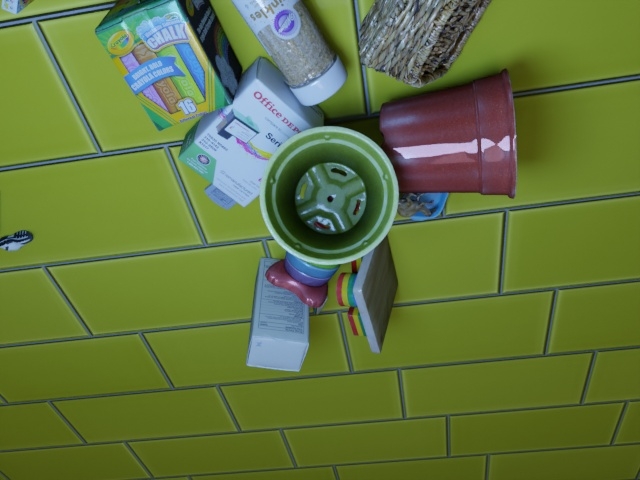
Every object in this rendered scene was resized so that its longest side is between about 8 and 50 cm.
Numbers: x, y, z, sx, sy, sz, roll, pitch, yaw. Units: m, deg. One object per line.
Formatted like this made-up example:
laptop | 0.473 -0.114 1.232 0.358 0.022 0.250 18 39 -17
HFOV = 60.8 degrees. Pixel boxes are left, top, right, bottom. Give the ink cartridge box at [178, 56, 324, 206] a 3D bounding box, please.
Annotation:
ink cartridge box | -0.155 -0.240 1.245 0.201 0.117 0.278 37 121 -27

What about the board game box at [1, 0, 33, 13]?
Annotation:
board game box | -0.534 -0.494 1.002 0.026 0.154 0.103 20 129 -16

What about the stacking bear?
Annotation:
stacking bear | 0.000 0.000 1.431 0.175 0.164 0.289 30 118 7

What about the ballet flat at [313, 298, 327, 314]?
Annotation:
ballet flat | -0.001 0.160 1.637 0.052 0.057 0.168 -9 132 -5

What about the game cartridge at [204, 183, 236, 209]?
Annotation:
game cartridge | -0.258 -0.118 1.421 0.056 0.017 0.083 -35 122 23

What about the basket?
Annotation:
basket | 0.231 -0.432 1.009 0.223 0.213 0.299 20 129 -15

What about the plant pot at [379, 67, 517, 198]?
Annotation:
plant pot | 0.273 -0.213 1.186 0.265 0.272 0.272 -5 131 15

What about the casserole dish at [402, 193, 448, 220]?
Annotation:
casserole dish | 0.267 -0.133 1.388 0.114 0.037 0.188 6 132 -5

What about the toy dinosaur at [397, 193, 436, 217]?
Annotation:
toy dinosaur | 0.214 -0.095 1.364 0.183 0.053 0.093 11 132 -8

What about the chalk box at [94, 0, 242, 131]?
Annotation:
chalk box | -0.302 -0.399 1.069 0.179 0.180 0.289 -16 128 14

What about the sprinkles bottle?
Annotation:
sprinkles bottle | -0.083 -0.438 1.070 0.121 0.121 0.355 -25 126 21

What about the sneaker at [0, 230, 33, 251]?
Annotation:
sneaker | -0.844 0.003 1.523 0.109 0.040 0.044 -11 147 15

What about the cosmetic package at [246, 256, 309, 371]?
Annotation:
cosmetic package | -0.114 0.198 1.508 0.153 0.296 0.129 10 129 -8

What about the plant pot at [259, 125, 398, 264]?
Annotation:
plant pot | 0.021 -0.096 1.201 0.276 0.254 0.276 0 94 2

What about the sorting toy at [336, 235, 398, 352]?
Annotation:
sorting toy | 0.125 0.124 1.483 0.089 0.257 0.255 1 133 22
